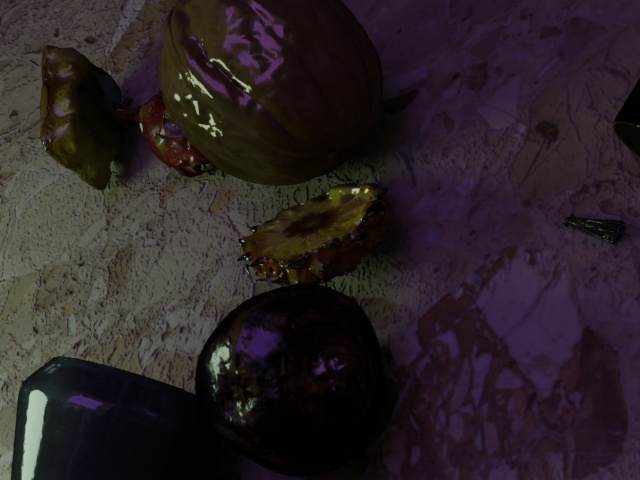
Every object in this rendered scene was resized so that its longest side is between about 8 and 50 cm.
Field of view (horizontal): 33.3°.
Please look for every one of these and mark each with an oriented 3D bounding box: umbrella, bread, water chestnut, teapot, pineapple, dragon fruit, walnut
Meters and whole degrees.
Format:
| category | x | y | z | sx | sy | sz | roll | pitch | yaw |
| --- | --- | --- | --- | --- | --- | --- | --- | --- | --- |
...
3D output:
| category | x | y | z | sx | sy | sz | roll | pitch | yaw |
| --- | --- | --- | --- | --- | --- | --- | --- | --- | --- |
| umbrella | 0.319 | -0.017 | 1.235 | 0.083 | 0.020 | 0.031 | 14 | 71 | 44 |
| bread | -0.374 | -0.200 | 1.704 | 0.088 | 0.161 | 0.233 | -27 | 51 | 30 |
| water chestnut | -0.037 | 0.162 | 1.250 | 0.223 | 0.224 | 0.238 | -65 | 7 | -15 |
| teapot | -0.253 | 0.336 | 1.277 | 0.300 | 0.253 | 0.344 | 15 | 77 | 5 |
| pineapple | 0.000 | 0.000 | 1.362 | 0.225 | 0.076 | 0.225 | -21 | 22 | 9 |
| dragon fruit | -0.234 | -0.176 | 1.628 | 0.246 | 0.125 | 0.125 | 18 | 75 | 42 |
| walnut | -0.073 | -0.220 | 1.430 | 0.313 | 0.277 | 0.252 | 43 | 70 | 7 |

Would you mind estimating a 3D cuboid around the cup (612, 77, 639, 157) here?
| category | x | y | z | sx | sy | sz | roll | pitch | yaw |
| --- | --- | --- | --- | --- | --- | --- | --- | --- | --- |
| cup | 0.446 | -0.142 | 1.131 | 0.177 | 0.166 | 0.239 | -53 | 47 | 0 |
